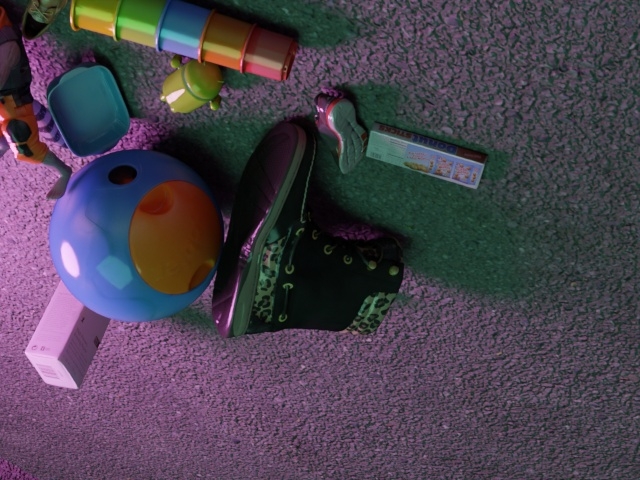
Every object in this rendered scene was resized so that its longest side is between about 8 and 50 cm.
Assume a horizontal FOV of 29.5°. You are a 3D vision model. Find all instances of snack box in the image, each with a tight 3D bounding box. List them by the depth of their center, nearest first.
[{"bbox_3d":[0.159,-0.128,1.839,0.178,0.022,0.064,17,146,6],"label":"snack box"}]

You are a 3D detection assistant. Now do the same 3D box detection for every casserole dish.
[{"bbox_3d":[-0.374,-0.213,1.943,0.037,0.114,0.188,49,165,35],"label":"casserole dish"}]

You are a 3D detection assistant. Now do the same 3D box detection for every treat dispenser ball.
[{"bbox_3d":[-0.304,-0.008,2.017,0.288,0.288,0.288,14,146,10],"label":"treat dispenser ball"}]

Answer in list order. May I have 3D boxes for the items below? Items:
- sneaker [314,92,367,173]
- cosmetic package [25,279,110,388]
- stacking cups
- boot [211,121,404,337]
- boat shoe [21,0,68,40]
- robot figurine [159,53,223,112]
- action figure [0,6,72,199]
[{"bbox_3d":[0.026,-0.168,1.840,0.065,0.061,0.158,34,155,31],"label":"sneaker"},{"bbox_3d":[-0.487,0.166,2.414,0.086,0.231,0.117,8,145,19],"label":"cosmetic package"},{"bbox_3d":[-0.189,-0.306,1.724,0.316,0.096,0.096,14,146,2],"label":"stacking cups"},{"bbox_3d":[0.000,0.000,1.980,0.284,0.138,0.377,7,112,-26],"label":"boot"},{"bbox_3d":[-0.413,-0.344,1.817,0.050,0.045,0.135,28,146,-11],"label":"boat shoe"},{"bbox_3d":[-0.193,-0.234,1.835,0.101,0.067,0.115,47,139,-16],"label":"robot figurine"},{"bbox_3d":[-0.527,-0.257,1.930,0.341,0.179,0.330,37,147,43],"label":"action figure"}]
